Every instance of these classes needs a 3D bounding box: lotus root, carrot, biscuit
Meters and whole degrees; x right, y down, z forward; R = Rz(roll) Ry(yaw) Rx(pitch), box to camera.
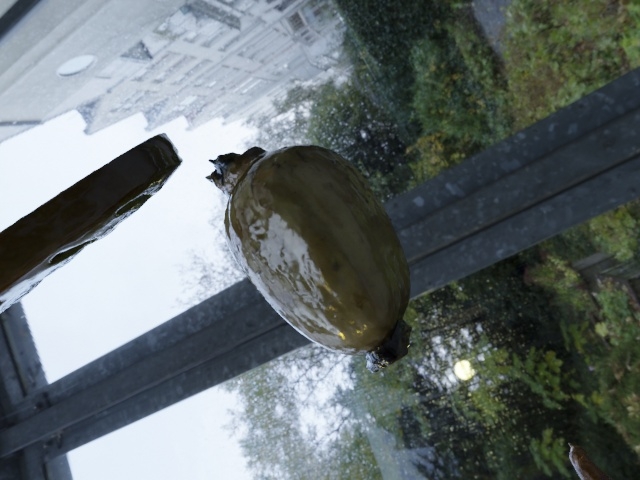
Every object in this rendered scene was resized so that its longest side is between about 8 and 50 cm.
[{"bbox_3d":[0.000,0.000,0.446,0.257,0.140,0.154,51,-161,7],"label":"lotus root"},{"bbox_3d":[0.443,0.417,0.678,0.059,0.059,0.248,32,-151,-55],"label":"carrot"},{"bbox_3d":[-0.345,-0.002,0.601,0.070,0.394,0.350,55,172,-19],"label":"biscuit"}]
